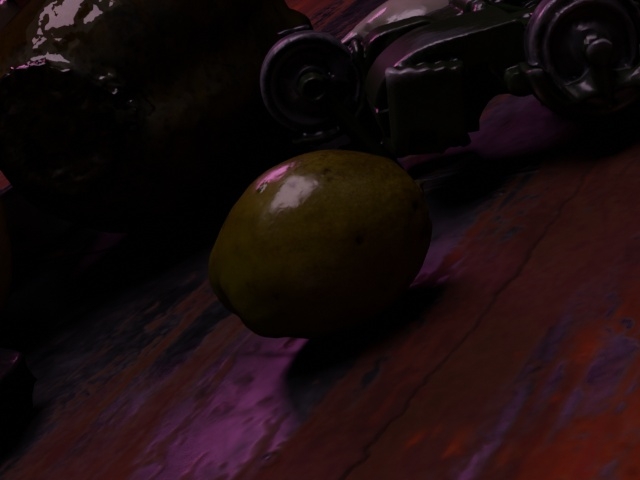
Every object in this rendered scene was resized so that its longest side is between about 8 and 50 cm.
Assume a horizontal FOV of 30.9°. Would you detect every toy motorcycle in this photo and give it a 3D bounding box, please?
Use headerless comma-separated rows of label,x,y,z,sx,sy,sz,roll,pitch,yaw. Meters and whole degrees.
toy motorcycle,0.100,-0.106,0.786,0.275,0.127,0.205,-18,20,2

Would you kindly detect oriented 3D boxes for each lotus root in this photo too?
lotus root,-0.154,-0.137,1.002,0.250,0.251,0.346,-17,16,24

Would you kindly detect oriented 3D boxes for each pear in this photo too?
pear,0.001,0.000,0.641,0.131,0.107,0.107,-36,20,-5

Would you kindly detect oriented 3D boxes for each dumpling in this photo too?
dumpling,0.078,-0.171,1.037,0.176,0.092,0.150,-39,8,-21

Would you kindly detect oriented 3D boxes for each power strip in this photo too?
power strip,-0.230,-0.095,1.263,0.091,0.062,0.385,-15,21,35

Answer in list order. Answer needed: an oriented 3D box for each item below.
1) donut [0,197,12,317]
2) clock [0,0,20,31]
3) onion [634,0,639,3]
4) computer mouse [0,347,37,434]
donut,-0.329,-0.022,0.917,0.108,0.278,0.277,-16,12,-29
clock,-0.410,-0.124,1.115,0.309,0.114,0.284,-23,-13,11
onion,0.224,-0.231,0.938,0.131,0.131,0.131,-23,19,8
computer mouse,-0.285,0.113,0.760,0.217,0.074,0.122,-9,25,39
